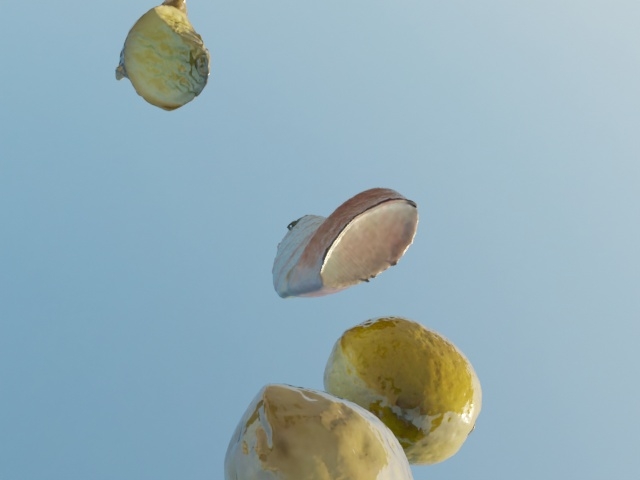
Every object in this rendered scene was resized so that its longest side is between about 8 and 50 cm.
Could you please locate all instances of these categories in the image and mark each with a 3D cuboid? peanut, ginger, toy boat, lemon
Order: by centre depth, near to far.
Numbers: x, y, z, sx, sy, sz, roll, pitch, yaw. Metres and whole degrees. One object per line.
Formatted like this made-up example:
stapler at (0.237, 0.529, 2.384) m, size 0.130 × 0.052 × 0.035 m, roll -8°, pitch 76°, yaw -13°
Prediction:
ginger at (-0.090, -0.106, 0.590) m, size 0.044 × 0.057 × 0.137 m, roll -9°, pitch -164°, yaw -13°
peanut at (0.019, 0.191, 0.637) m, size 0.111 × 0.274 × 0.125 m, roll -21°, pitch -144°, yaw 9°
lemon at (0.097, 0.176, 1.269) m, size 0.207 × 0.170 × 0.170 m, roll 35°, pitch -152°, yaw -10°
toy boat at (0.000, 0.000, 1.402) m, size 0.206 × 0.096 × 0.282 m, roll -41°, pitch -160°, yaw -15°
